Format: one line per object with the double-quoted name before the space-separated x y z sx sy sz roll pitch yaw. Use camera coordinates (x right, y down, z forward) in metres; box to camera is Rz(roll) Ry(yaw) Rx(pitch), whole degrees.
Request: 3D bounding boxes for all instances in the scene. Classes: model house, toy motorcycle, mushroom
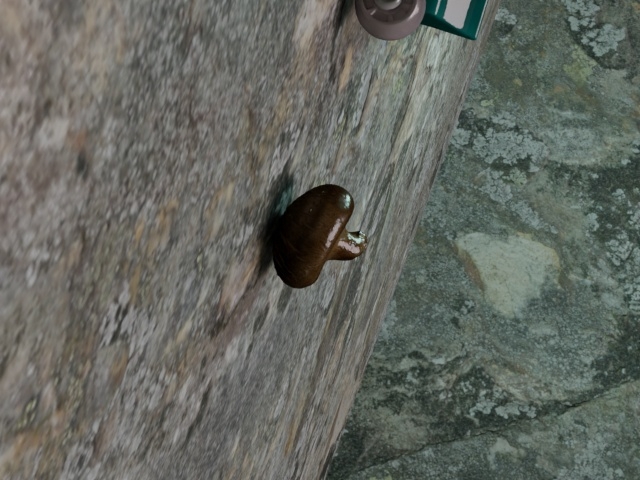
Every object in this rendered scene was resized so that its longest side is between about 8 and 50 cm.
"model house" 0.139 -0.303 1.158 0.149 0.127 0.100 -57 163 -68
"toy motorcycle" 0.110 -0.324 1.006 0.112 0.112 0.254 32 75 -81
"mushroom" -0.006 -0.006 1.021 0.109 0.085 0.126 -28 160 -34
